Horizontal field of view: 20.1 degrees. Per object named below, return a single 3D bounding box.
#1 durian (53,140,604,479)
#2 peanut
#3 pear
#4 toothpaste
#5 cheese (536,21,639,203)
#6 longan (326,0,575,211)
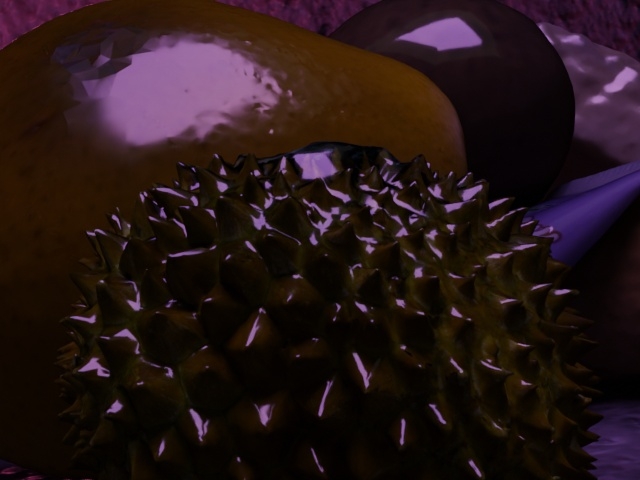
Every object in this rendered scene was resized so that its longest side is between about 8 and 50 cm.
[{"bbox_3d":[-0.001,0.060,0.861,0.291,0.224,0.291,1,21,-1],"label":"durian"},{"bbox_3d":[0.295,0.022,1.336,0.340,0.158,0.174,-9,20,-14],"label":"peanut"},{"bbox_3d":[-0.102,-0.034,1.119,0.387,0.191,0.340,-16,40,1],"label":"pear"},{"bbox_3d":[0.105,0.039,1.221,0.371,0.080,0.125,-36,10,-39],"label":"toothpaste"},{"bbox_3d":[0.228,-0.071,1.643,0.318,0.326,0.115,10,60,51],"label":"cheese"},{"bbox_3d":[0.077,-0.079,1.414,0.215,0.246,0.246,26,6,-4],"label":"longan"}]
